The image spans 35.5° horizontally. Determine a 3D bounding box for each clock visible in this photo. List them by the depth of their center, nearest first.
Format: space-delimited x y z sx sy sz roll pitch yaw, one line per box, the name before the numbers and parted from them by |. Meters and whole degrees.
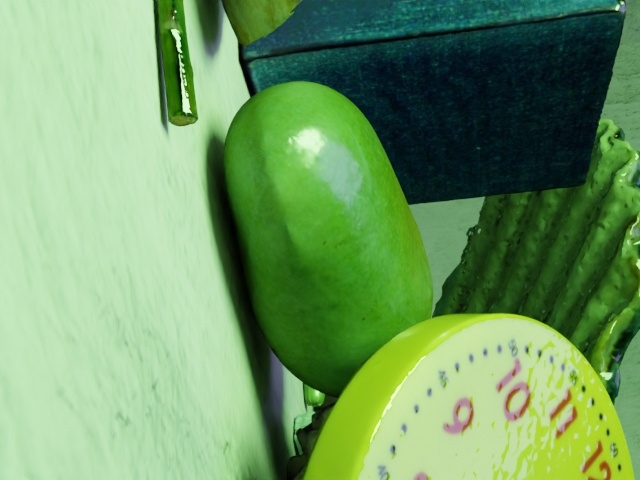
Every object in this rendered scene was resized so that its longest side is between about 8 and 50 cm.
clock | 0.100 0.180 0.545 0.293 0.071 0.277 -42 114 -40

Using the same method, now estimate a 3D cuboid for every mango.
mango | 0.000 0.000 0.620 0.251 0.114 0.156 61 29 -47

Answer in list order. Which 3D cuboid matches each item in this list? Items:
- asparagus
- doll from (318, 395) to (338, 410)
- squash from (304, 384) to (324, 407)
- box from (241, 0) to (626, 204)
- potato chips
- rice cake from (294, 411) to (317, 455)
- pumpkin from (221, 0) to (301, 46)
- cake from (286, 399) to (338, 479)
asparagus | -0.067 -0.113 0.453 0.015 0.018 0.127 -26 -114 57
doll | 0.054 0.185 0.989 0.182 0.117 0.257 92 -9 -71
squash | -0.006 0.108 0.914 0.027 0.027 0.089 68 17 -75
box | 0.089 -0.136 0.843 0.261 0.279 0.116 76 7 -65
potato chips | 0.198 0.083 0.994 0.358 0.070 0.429 -109 -140 -64
rice cake | 0.016 0.256 0.833 0.042 0.045 0.245 -86 169 -72
pumpkin | -0.018 -0.233 0.573 0.110 0.217 0.217 38 23 -19
cake | 0.060 0.170 0.699 0.178 0.207 0.185 52 -18 -21
